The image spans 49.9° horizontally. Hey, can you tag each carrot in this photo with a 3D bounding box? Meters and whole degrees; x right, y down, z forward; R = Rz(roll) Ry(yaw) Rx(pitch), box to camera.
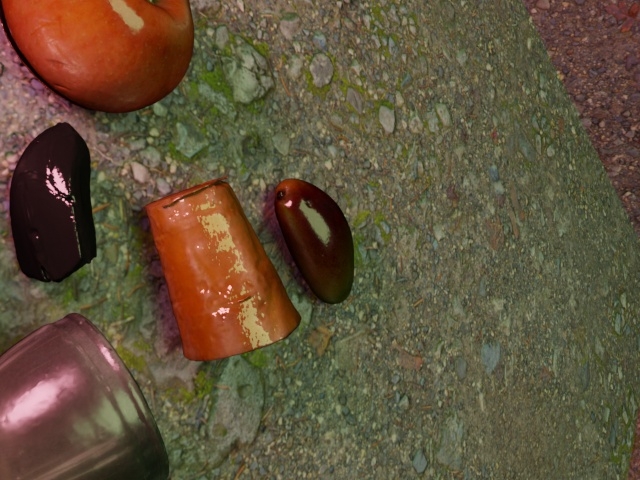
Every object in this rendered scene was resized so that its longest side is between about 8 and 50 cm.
[{"bbox_3d":[-0.152,0.036,1.054,0.196,0.195,0.254,-24,99,-47],"label":"carrot"}]

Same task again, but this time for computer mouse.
[{"bbox_3d":[-0.356,-0.052,0.902,0.073,0.121,0.217,5,76,-58],"label":"computer mouse"}]

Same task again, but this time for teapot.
[{"bbox_3d":[-0.338,0.262,0.832,0.239,0.322,0.239,-29,63,-31],"label":"teapot"}]

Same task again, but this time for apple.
[{"bbox_3d":[-0.297,-0.317,0.958,0.251,0.206,0.272,-33,105,-49],"label":"apple"}]

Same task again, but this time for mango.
[{"bbox_3d":[0.000,0.000,1.282,0.268,0.111,0.133,66,32,-21],"label":"mango"}]
